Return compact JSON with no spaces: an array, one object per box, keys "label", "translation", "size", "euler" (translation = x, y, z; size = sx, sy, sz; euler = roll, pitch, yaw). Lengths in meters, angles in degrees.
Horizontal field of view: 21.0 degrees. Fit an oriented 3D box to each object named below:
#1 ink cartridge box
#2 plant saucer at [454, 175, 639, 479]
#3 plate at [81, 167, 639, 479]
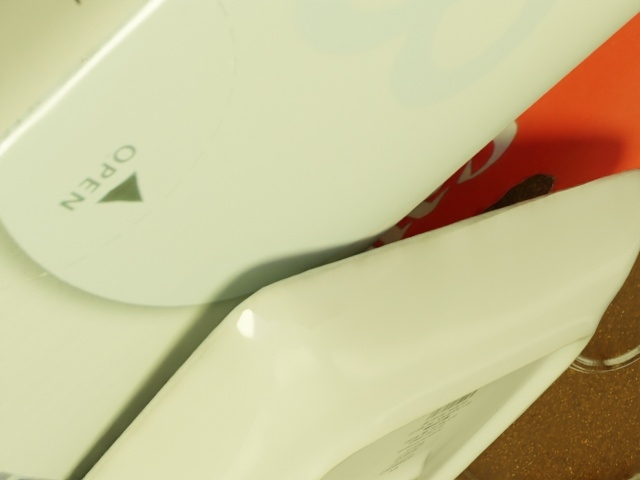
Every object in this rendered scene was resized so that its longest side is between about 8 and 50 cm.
[{"label":"ink cartridge box","translation":[0.000,0.000,0.550],"size":[0.308,0.091,0.385],"euler":[-42,148,10]},{"label":"plant saucer","translation":[0.128,0.014,0.808],"size":[0.311,0.050,0.310],"euler":[-14,120,-26]},{"label":"plate","translation":[-0.011,0.094,0.619],"size":[0.278,0.045,0.277],"euler":[-50,161,30]}]
